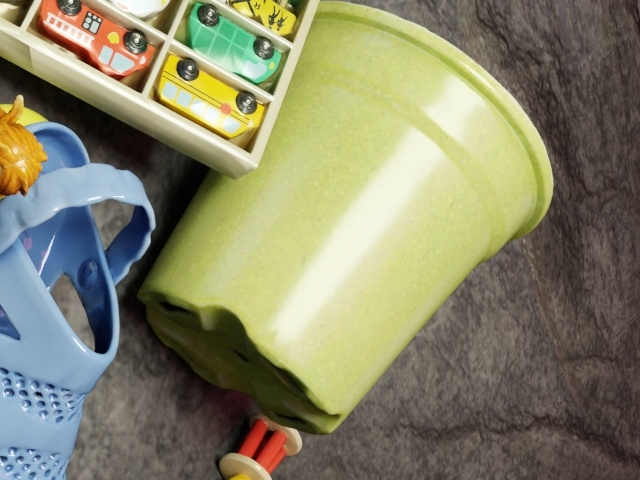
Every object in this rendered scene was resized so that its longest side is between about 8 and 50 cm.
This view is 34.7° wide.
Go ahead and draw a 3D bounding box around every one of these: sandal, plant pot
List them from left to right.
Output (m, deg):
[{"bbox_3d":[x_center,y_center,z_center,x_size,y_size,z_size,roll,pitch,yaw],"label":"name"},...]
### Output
[{"bbox_3d":[-0.184,0.067,0.633,0.126,0.138,0.317,14,81,-55],"label":"sandal"},{"bbox_3d":[0.000,0.000,0.805,0.254,0.276,0.276,-54,132,-23],"label":"plant pot"}]

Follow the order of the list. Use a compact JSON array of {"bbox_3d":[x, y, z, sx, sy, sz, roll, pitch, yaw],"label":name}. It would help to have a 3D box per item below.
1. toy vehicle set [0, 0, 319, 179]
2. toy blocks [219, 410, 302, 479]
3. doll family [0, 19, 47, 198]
[{"bbox_3d":[-0.135,-0.174,0.687,0.267,0.035,0.166,27,66,-23],"label":"toy vehicle set"},{"bbox_3d":[-0.040,0.215,0.894,0.148,0.054,0.123,-52,128,-40],"label":"toy blocks"},{"bbox_3d":[-0.232,-0.085,0.542,0.118,0.163,0.263,-49,127,-41],"label":"doll family"}]
